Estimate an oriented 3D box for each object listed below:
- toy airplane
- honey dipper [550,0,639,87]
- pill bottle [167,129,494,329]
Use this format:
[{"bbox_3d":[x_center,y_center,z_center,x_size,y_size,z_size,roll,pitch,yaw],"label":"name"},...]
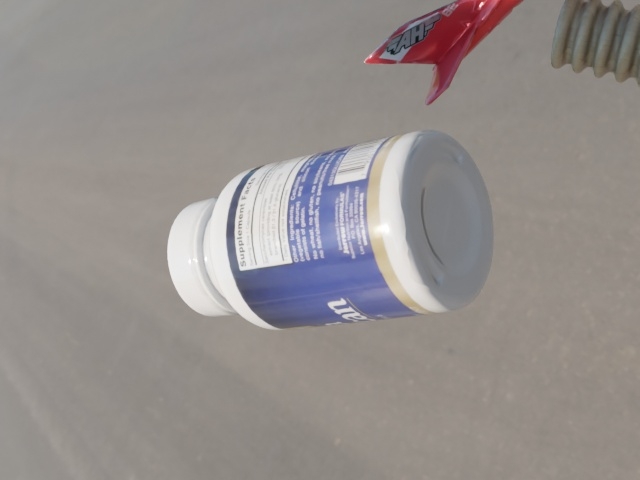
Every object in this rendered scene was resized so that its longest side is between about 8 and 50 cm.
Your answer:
[{"bbox_3d":[0.078,-0.105,0.433,0.151,0.028,0.151,-43,17,17],"label":"toy airplane"},{"bbox_3d":[0.164,-0.059,0.407,0.030,0.161,0.030,15,-90,-75],"label":"honey dipper"},{"bbox_3d":[0.000,0.000,0.625,0.169,0.094,0.094,-9,49,38],"label":"pill bottle"}]
